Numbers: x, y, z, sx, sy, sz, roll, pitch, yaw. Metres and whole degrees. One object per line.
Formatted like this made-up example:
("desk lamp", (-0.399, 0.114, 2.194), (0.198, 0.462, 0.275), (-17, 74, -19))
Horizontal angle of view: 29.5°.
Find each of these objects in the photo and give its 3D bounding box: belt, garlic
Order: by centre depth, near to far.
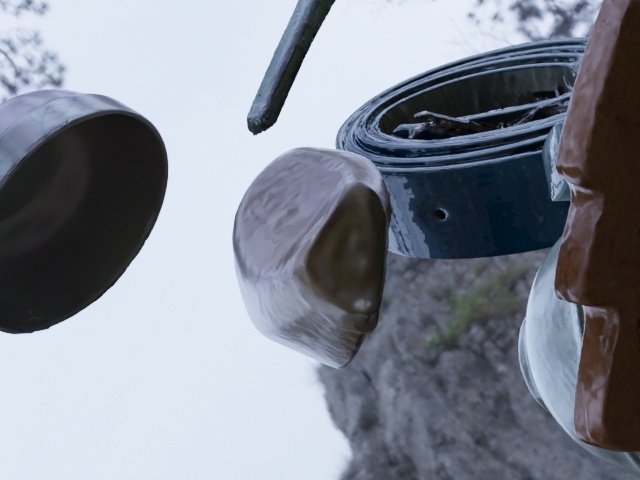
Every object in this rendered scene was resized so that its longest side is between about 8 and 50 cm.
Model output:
("garlic", (-0.002, 0.009, 0.814), (0.112, 0.318, 0.143), (12, -86, -11))
("belt", (0.238, -0.124, 1.551), (0.437, 0.300, 0.173), (-5, -55, 24))

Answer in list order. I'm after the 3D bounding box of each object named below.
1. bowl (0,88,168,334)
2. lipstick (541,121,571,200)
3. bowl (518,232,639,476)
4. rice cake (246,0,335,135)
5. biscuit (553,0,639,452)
("bowl", (-0.321, -0.050, 1.363), (0.287, 0.144, 0.287), (-41, -30, -30))
("lipstick", (0.383, -0.091, 1.297), (0.290, 0.076, 0.077), (-5, -22, -7))
("bowl", (0.290, 0.109, 1.222), (0.313, 0.313, 0.146), (18, -29, -40))
("rice cake", (-0.032, -0.203, 1.323), (0.033, 0.033, 0.207), (49, -126, -43))
("biscuit", (0.238, -0.019, 0.796), (0.284, 0.043, 0.306), (-32, -71, -26))
